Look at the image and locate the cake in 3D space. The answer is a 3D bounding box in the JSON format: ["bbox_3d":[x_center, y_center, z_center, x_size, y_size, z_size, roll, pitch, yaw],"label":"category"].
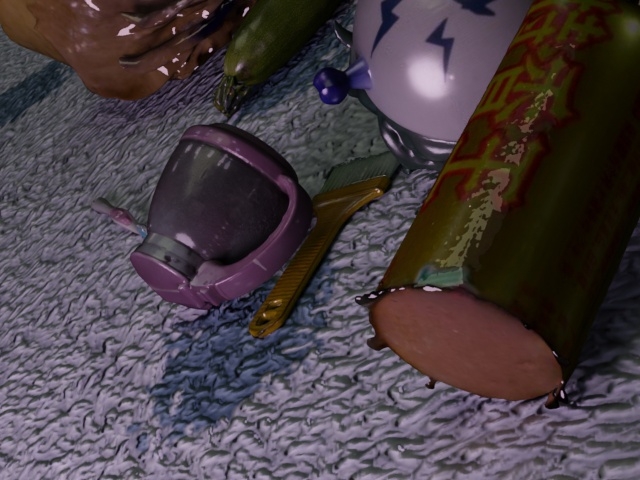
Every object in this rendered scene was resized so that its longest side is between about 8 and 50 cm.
[{"bbox_3d":[-0.179,-0.319,1.697,0.321,0.332,0.332,26,57,21],"label":"cake"}]

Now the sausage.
[{"bbox_3d":[0.149,-0.057,0.865,0.125,0.117,0.317,19,66,24],"label":"sausage"}]

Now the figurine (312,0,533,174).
[{"bbox_3d":[0.177,-0.194,1.055,0.382,0.186,0.261,-36,38,11],"label":"figurine"}]

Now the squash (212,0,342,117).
[{"bbox_3d":[-0.022,-0.258,1.574,0.318,0.071,0.080,-56,-14,-34],"label":"squash"}]

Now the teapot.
[{"bbox_3d":[-0.078,-0.007,1.174,0.148,0.116,0.146,27,73,18],"label":"teapot"}]

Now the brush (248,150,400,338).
[{"bbox_3d":[0.000,0.000,1.149,0.082,0.010,0.218,-13,34,40],"label":"brush"}]

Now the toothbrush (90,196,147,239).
[{"bbox_3d":[-0.197,-0.021,1.433,0.017,0.022,0.204,-38,21,-12],"label":"toothbrush"}]
